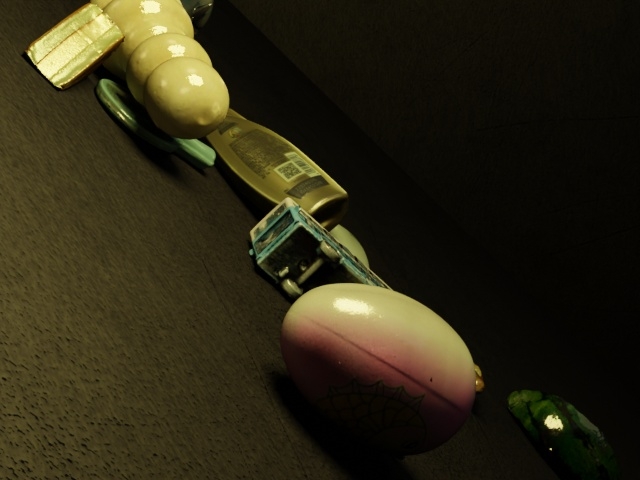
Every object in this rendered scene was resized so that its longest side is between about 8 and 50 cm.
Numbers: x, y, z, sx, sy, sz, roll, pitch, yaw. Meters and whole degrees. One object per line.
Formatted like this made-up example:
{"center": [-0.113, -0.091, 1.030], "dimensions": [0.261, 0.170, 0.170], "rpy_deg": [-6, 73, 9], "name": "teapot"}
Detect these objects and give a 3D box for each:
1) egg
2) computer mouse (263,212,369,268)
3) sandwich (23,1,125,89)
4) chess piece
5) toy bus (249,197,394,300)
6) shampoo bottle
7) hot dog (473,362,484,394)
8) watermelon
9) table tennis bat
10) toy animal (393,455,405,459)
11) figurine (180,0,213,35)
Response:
{"center": [0.069, 0.155, 1.481], "dimensions": [0.271, 0.196, 0.196], "rpy_deg": [33, 15, -14], "name": "egg"}
{"center": [0.000, 0.000, 2.048], "dimensions": [0.231, 0.079, 0.128], "rpy_deg": [34, 13, -34], "name": "computer mouse"}
{"center": [-0.372, -0.255, 1.713], "dimensions": [0.079, 0.113, 0.163], "rpy_deg": [45, 46, -10], "name": "sandwich"}
{"center": [-0.235, -0.265, 1.791], "dimensions": [0.167, 0.167, 0.299], "rpy_deg": [35, 13, -45], "name": "chess piece"}
{"center": [0.023, 0.066, 1.833], "dimensions": [0.297, 0.106, 0.131], "rpy_deg": [42, 10, -30], "name": "toy bus"}
{"center": [-0.105, -0.136, 2.012], "dimensions": [0.350, 0.125, 0.084], "rpy_deg": [41, -35, 28], "name": "shampoo bottle"}
{"center": [0.259, 0.243, 2.181], "dimensions": [0.090, 0.060, 0.140], "rpy_deg": [40, 16, -8], "name": "hot dog"}
{"center": [0.495, 0.416, 2.376], "dimensions": [0.301, 0.123, 0.129], "rpy_deg": [49, -10, 2], "name": "watermelon"}
{"center": [-0.249, -0.172, 1.831], "dimensions": [0.237, 0.038, 0.149], "rpy_deg": [33, 14, -42], "name": "table tennis bat"}
{"center": [0.053, 0.200, 1.623], "dimensions": [0.217, 0.041, 0.075], "rpy_deg": [49, 30, 3], "name": "toy animal"}
{"center": [-0.312, -0.468, 2.300], "dimensions": [0.265, 0.197, 0.175], "rpy_deg": [-41, 112, -83], "name": "figurine"}
